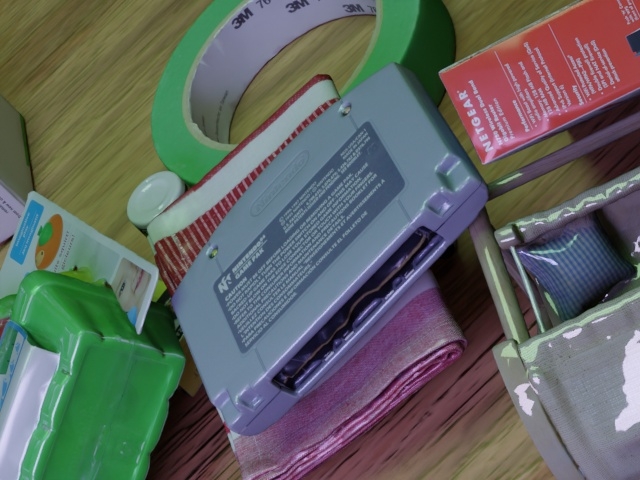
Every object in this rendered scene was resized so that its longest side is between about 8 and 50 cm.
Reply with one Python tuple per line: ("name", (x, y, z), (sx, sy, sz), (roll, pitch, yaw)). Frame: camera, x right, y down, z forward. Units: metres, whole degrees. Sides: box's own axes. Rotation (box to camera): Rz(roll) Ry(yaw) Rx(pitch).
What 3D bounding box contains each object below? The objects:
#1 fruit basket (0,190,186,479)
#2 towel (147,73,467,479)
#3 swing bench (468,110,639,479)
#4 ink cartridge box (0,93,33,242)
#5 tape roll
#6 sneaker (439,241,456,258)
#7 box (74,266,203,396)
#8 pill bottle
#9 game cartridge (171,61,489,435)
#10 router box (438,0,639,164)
("fruit basket", (-0.273, 0.136, 1.852), (0.353, 0.165, 0.327), (26, 98, 54))
("towel", (-0.023, 0.035, 1.741), (0.237, 0.037, 0.329), (-40, 51, 19))
("swing bench", (0.266, 0.036, 1.536), (0.253, 0.165, 0.255), (-27, 42, 17))
("ink cartridge box", (-0.467, -0.047, 2.251), (0.272, 0.115, 0.198), (-32, 41, 13))
("tape roll", (-0.021, -0.164, 2.019), (0.321, 0.077, 0.321), (-22, 44, 23))
("sneaker", (0.049, 0.023, 1.791), (0.132, 0.086, 0.229), (2, 57, 37))
("box", (-0.186, 0.076, 1.956), (0.232, 0.058, 0.087), (19, 70, 47))
("pill bottle", (-0.130, -0.010, 1.939), (0.065, 0.116, 0.065), (-23, 44, 23))
("game cartridge", (0.000, 0.000, 1.656), (0.294, 0.060, 0.196), (-46, 43, 17))
("router box", (0.281, -0.174, 1.614), (0.301, 0.082, 0.335), (-26, -1, 19))
